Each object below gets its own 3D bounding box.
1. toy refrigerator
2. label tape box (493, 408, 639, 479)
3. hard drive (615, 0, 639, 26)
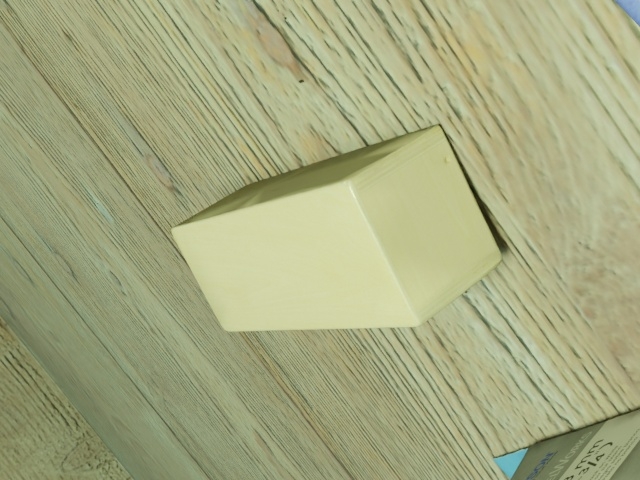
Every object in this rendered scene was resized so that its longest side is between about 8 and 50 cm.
[{"bbox_3d":[0.000,0.000,0.678,0.269,0.094,0.102,-12,109,57],"label":"toy refrigerator"},{"bbox_3d":[0.244,0.238,0.607,0.240,0.106,0.333,47,151,4],"label":"label tape box"},{"bbox_3d":[0.099,-0.213,0.255,0.318,0.040,0.210,48,128,2],"label":"hard drive"}]
